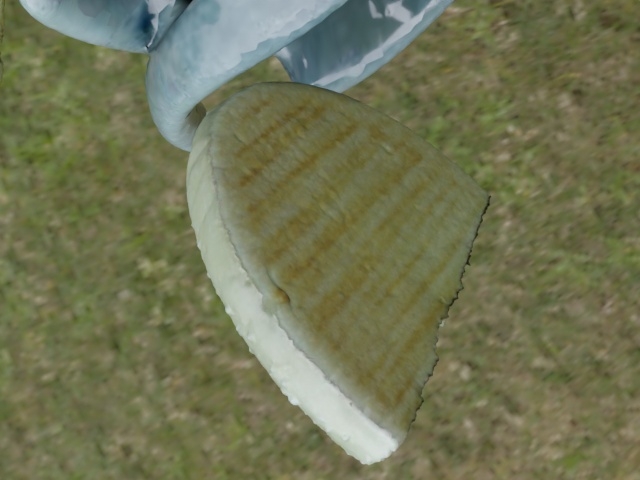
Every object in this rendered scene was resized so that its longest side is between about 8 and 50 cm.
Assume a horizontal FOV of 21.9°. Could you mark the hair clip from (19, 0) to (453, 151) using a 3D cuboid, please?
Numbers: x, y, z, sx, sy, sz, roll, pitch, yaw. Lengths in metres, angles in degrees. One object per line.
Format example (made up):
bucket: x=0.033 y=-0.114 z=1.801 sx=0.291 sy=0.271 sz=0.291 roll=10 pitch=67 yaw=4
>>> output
hair clip: x=-0.015 y=-0.216 z=0.647 sx=0.238 sy=0.392 sz=0.318 roll=-22 pitch=82 yaw=11

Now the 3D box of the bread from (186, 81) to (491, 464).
bread: x=-0.002 y=-0.004 z=0.588 sx=0.112 sy=0.193 sz=0.036 roll=41 pitch=118 yaw=-8

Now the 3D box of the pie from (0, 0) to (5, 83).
pie: x=-0.287 y=-0.213 z=1.267 sx=0.302 sy=0.066 sz=0.303 roll=171 pitch=90 yaw=-74
